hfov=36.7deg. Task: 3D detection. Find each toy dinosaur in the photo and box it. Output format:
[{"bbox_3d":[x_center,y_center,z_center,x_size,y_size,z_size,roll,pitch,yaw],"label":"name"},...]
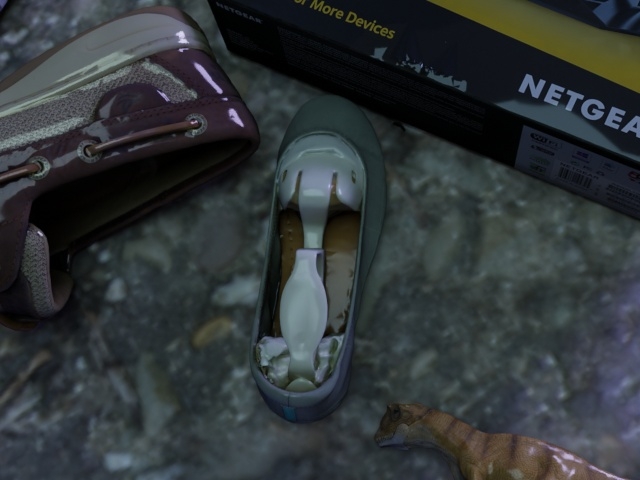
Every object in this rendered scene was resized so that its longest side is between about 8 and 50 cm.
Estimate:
[{"bbox_3d":[0.129,0.138,0.518,0.212,0.064,0.112,12,73,10],"label":"toy dinosaur"}]

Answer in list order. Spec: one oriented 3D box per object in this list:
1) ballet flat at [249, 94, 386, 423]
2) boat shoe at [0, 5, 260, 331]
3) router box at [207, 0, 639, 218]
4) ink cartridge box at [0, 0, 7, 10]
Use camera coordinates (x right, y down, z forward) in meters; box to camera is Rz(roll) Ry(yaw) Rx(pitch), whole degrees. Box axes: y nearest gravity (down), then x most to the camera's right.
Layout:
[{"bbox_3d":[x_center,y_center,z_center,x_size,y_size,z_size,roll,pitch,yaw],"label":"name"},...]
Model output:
[{"bbox_3d":[0.000,0.000,0.574,0.072,0.068,0.213,4,72,7],"label":"ballet flat"},{"bbox_3d":[-0.193,-0.006,0.574,0.342,0.123,0.123,-31,70,-11],"label":"boat shoe"},{"bbox_3d":[0.120,-0.183,0.612,0.309,0.081,0.242,24,76,13],"label":"router box"},{"bbox_3d":[-0.331,-0.186,0.644,0.207,0.117,0.283,24,77,13],"label":"ink cartridge box"}]
